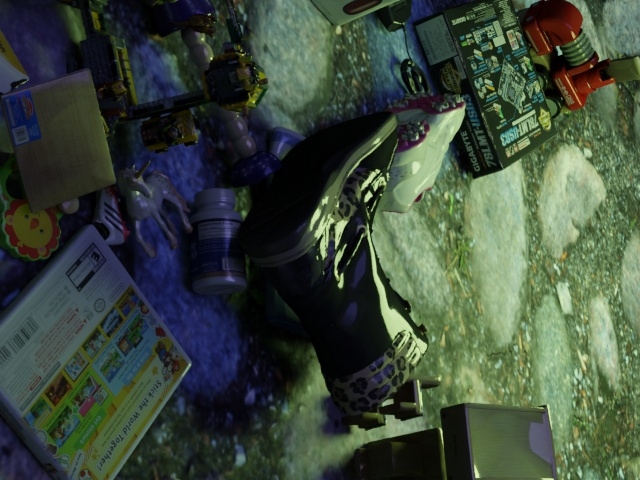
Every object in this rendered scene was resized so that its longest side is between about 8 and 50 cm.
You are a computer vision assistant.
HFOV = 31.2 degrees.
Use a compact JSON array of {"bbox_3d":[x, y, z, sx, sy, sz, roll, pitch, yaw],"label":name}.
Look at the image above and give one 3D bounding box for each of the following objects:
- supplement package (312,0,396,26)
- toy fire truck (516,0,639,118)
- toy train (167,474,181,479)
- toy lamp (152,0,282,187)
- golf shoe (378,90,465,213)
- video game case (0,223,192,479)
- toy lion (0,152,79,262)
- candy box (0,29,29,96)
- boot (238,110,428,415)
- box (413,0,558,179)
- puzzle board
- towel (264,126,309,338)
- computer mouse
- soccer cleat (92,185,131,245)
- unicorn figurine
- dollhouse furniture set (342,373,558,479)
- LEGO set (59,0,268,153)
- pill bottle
[{"bbox_3d":[0.019,-0.490,1.691,0.262,0.145,0.204,41,47,-36],"label":"supplement package"},{"bbox_3d":[0.494,-0.357,2.190,0.217,0.246,0.158,56,39,-24],"label":"toy fire truck"},{"bbox_3d":[-0.103,0.357,1.253,0.248,0.105,0.143,32,66,-43],"label":"toy train"},{"bbox_3d":[-0.135,-0.204,1.434,0.080,0.080,0.275,-41,113,-52],"label":"toy lamp"},{"bbox_3d":[0.146,-0.144,1.784,0.306,0.115,0.140,-41,134,-54],"label":"golf shoe"},{"bbox_3d":[-0.246,0.128,1.200,0.206,0.026,0.227,58,38,-21],"label":"video game case"},{"bbox_3d":[-0.303,-0.032,1.183,0.100,0.034,0.096,55,47,-24],"label":"toy lion"},{"bbox_3d":[-0.402,-0.166,1.063,0.159,0.071,0.233,62,37,-16],"label":"candy box"},{"bbox_3d":[0.048,0.017,1.493,0.284,0.138,0.377,65,29,-21],"label":"boot"},{"bbox_3d":[0.307,-0.287,2.062,0.295,0.073,0.293,-31,103,-54],"label":"box"},{"bbox_3d":[-0.266,-0.102,1.163,0.096,0.011,0.128,-23,120,-26],"label":"puzzle board"},{"bbox_3d":[0.000,0.000,1.573,0.209,0.034,0.285,25,58,-46],"label":"towel"},{"bbox_3d":[0.129,-0.336,1.879,0.071,0.041,0.242,-31,109,-45],"label":"computer mouse"},{"bbox_3d":[-0.239,-0.034,1.269,0.035,0.029,0.083,-18,85,-30],"label":"soccer cleat"},{"bbox_3d":[-0.192,-0.042,1.295,0.162,0.060,0.111,-113,178,-76],"label":"unicorn figurine"},{"bbox_3d":[0.163,0.284,1.496,0.161,0.242,0.212,10,68,-38],"label":"dollhouse furniture set"},{"bbox_3d":[-0.195,-0.259,1.217,0.192,0.255,0.331,-27,113,-81],"label":"LEGO set"},{"bbox_3d":[-0.124,0.001,1.375,0.067,0.067,0.120,14,66,-50],"label":"pill bottle"}]
